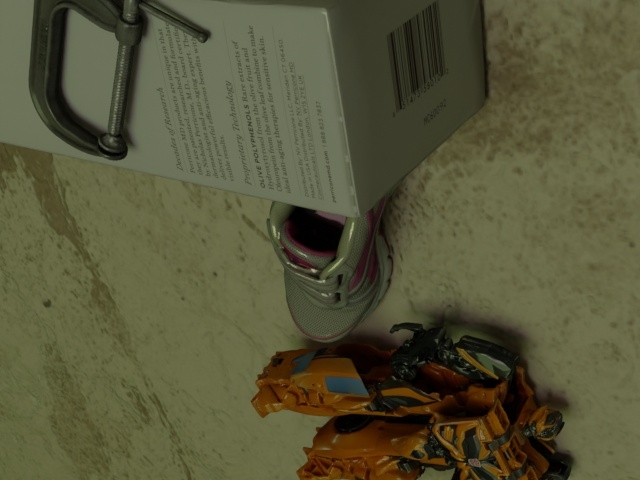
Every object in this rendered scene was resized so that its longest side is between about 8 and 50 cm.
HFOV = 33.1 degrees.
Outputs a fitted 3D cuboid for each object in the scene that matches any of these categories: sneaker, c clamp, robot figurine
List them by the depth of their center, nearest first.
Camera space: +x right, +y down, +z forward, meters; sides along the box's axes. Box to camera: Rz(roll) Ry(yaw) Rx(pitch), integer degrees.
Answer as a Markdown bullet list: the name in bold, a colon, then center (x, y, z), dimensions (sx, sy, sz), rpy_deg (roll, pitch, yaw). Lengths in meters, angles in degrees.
- **c clamp**: center (-0.153, -0.115, 0.742), dimensions (0.137, 0.022, 0.160), rpy_deg (37, 135, 12)
- **sneaker**: center (0.000, 0.000, 0.923), dimensions (0.103, 0.111, 0.252), rpy_deg (27, 134, 22)
- **robot figurine**: center (0.085, 0.173, 0.996), dimensions (0.291, 0.085, 0.211), rpy_deg (-4, 126, 40)

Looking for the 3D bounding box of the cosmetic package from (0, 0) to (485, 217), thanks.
- **cosmetic package**: center (-0.084, -0.154, 0.817), dimensions (0.366, 0.197, 0.155), rpy_deg (13, 127, 34)
